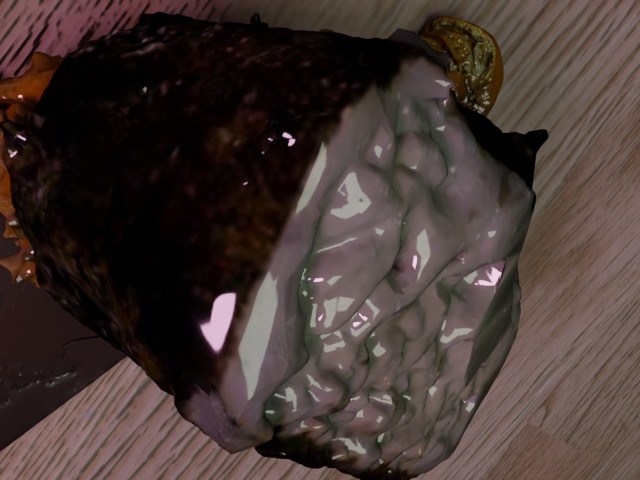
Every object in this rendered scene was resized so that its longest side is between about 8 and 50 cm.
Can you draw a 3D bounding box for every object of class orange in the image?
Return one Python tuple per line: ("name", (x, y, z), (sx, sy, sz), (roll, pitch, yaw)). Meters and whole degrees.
("orange", (0.088, -0.102, 0.555), (0.086, 0.062, 0.086), (-22, 134, -24))

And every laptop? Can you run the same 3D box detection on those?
("laptop", (-0.191, 0.026, 0.462), (0.154, 0.026, 0.207), (-38, 135, -6))

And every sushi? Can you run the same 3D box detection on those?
("sushi", (0.000, 0.000, 0.470), (0.234, 0.207, 0.348), (-59, 147, -11))
